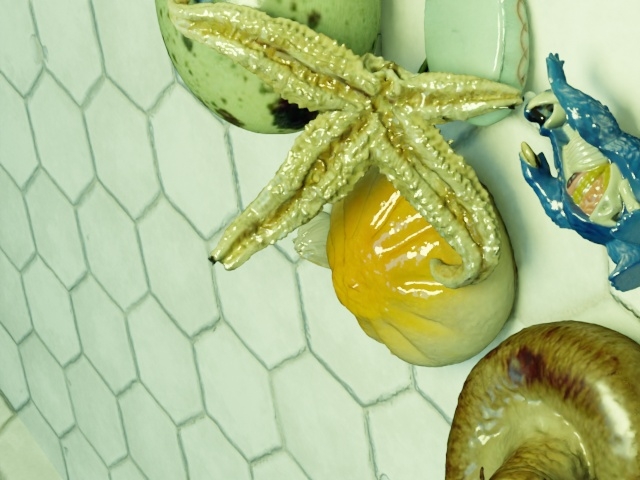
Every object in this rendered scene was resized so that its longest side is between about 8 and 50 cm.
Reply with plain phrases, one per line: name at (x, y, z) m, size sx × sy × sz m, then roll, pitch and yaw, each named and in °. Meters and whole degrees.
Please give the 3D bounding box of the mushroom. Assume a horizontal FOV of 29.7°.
mushroom at (0.242, 0.277, 1.344) m, size 0.334 × 0.356 × 0.331 m, roll 37°, pitch 136°, yaw 42°

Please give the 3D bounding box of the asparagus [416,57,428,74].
asparagus at (0.114, -0.191, 1.585) m, size 0.016 × 0.013 × 0.166 m, roll 23°, pitch 140°, yaw -7°

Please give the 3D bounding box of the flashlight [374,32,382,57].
flashlight at (0.072, -0.235, 1.615) m, size 0.018 × 0.018 × 0.083 m, roll 28°, pitch 128°, yaw 50°

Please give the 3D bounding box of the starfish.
starfish at (0.014, -0.103, 1.403) m, size 0.082 × 0.432 × 0.323 m, roll -80°, pitch 1°, yaw -71°

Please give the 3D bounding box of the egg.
egg at (-0.071, -0.323, 1.530) m, size 0.288 × 0.288 × 0.379 m, roll -10°, pitch 99°, yaw 55°

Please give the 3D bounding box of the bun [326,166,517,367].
bun at (0.105, 0.034, 1.582) m, size 0.299 × 0.165 × 0.298 m, roll 28°, pitch 127°, yaw 45°

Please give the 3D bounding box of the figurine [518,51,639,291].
figurine at (0.303, -0.077, 1.308) m, size 0.164 × 0.121 × 0.262 m, roll 108°, pitch 145°, yaw -58°

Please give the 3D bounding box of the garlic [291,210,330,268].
garlic at (0.000, -0.004, 1.785) m, size 0.074 × 0.094 × 0.113 m, roll -49°, pitch 52°, yaw 8°

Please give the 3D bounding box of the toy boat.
toy boat at (0.191, -0.239, 1.420) m, size 0.134 × 0.079 × 0.207 m, roll -4°, pitch 93°, yaw 47°
